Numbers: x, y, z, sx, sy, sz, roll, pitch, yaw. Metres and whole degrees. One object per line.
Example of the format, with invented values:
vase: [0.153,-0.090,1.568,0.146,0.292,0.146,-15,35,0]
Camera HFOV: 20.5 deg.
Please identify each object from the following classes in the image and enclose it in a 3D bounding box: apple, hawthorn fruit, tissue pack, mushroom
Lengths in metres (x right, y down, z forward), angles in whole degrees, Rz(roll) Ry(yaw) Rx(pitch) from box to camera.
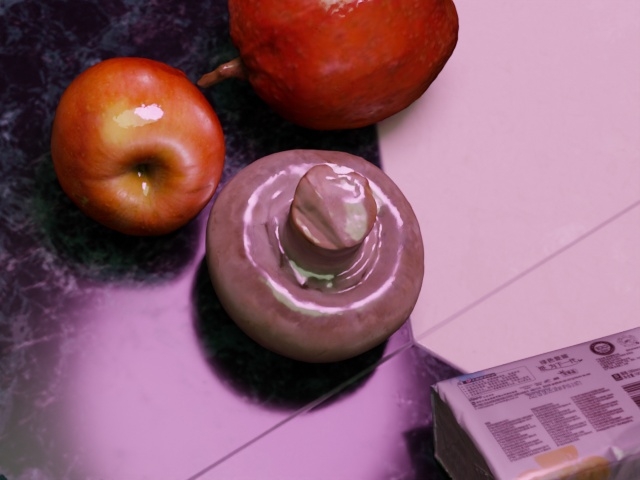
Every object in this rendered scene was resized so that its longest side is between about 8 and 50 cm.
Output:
apple: [-0.167,-0.087,1.602,0.163,0.163,0.139,0,30,-11]
hawthorn fruit: [0.001,-0.197,1.669,0.253,0.205,0.205,-32,75,-11]
tissue pack: [0.233,0.193,1.579,0.229,0.145,0.159,-14,37,-17]
mushroom: [0.000,0.000,1.573,0.204,0.204,0.204,4,66,-9]

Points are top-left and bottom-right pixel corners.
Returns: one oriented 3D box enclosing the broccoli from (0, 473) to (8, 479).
broccoli: [-0.347,0.289,1.369,0.297,0.297,0.297,-44,79,3]
